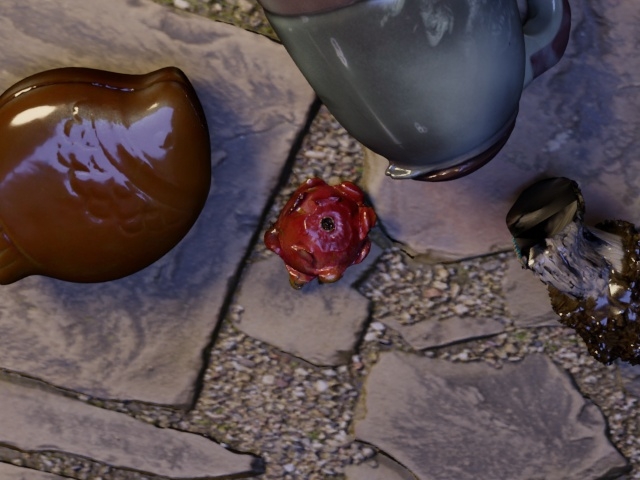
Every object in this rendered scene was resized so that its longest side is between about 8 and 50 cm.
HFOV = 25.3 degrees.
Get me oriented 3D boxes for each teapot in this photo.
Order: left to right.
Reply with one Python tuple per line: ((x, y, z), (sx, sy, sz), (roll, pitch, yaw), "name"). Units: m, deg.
((0.114, -0.227, 1.399), (0.315, 0.233, 0.312), (-41, 122, -20), "teapot")

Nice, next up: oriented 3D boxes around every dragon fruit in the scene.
((0.001, -0.005, 1.537), (0.126, 0.068, 0.112), (-33, 110, 6), "dragon fruit")

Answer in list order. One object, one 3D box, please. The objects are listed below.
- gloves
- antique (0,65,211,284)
((0.328, 0.060, 1.547), (0.312, 0.210, 0.135), (37, 89, -12), "gloves")
((-0.238, -0.071, 1.443), (0.278, 0.129, 0.223), (-33, 113, 7), "antique")
